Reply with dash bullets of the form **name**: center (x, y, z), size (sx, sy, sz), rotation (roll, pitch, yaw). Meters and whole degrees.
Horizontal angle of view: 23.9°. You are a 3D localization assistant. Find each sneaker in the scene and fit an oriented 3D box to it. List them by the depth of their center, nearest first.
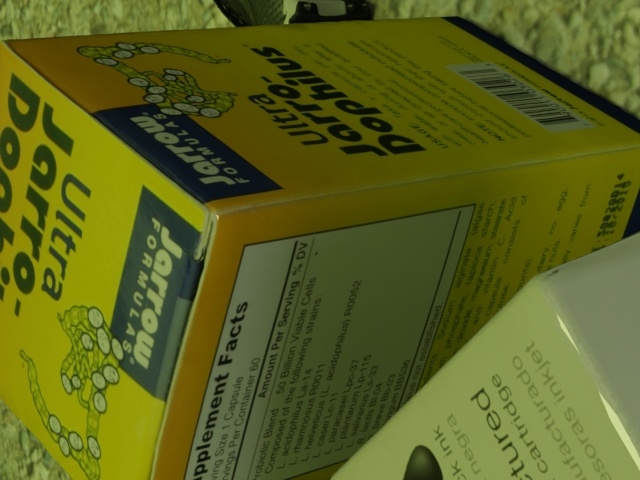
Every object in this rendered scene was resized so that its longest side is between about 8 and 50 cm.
- **sneaker**: center (-0.026, -0.171, 1.085), size (0.106, 0.078, 0.234), rotation (-30, 72, 50)

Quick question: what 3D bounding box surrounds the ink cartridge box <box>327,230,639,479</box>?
- **ink cartridge box**: center (0.135, 0.199, 0.698), size (0.285, 0.166, 0.395), rotation (61, 148, 17)

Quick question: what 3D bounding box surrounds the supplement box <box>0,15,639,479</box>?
- **supplement box**: center (0.000, 0.000, 0.873), size (0.195, 0.356, 0.194), rotation (37, 123, 37)
